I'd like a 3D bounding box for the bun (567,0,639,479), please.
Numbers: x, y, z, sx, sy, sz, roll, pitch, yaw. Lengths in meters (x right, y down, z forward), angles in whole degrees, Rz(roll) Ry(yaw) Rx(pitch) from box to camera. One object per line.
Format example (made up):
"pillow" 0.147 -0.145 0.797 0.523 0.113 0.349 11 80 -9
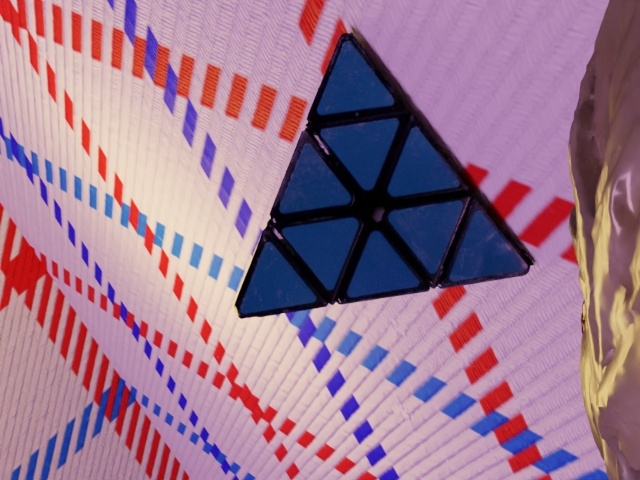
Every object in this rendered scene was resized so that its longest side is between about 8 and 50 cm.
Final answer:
"bun" 0.197 0.039 0.513 0.361 0.213 0.361 58 167 22

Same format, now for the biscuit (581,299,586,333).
"biscuit" 0.246 0.084 0.843 0.220 0.066 0.220 41 160 19

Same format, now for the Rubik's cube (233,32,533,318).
"Rubik's cube" 0.000 0.000 1.067 0.211 0.178 0.190 51 164 -4
